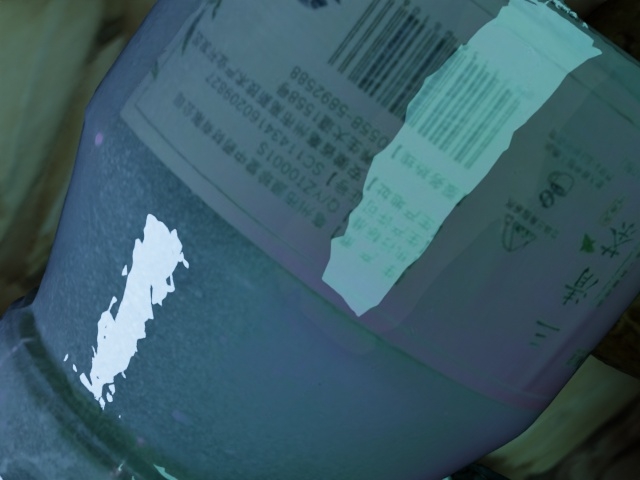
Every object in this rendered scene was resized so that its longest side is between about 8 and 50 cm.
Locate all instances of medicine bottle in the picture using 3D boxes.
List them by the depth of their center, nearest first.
[{"bbox_3d":[0.000,0.000,0.602,0.245,0.245,0.290,34,102,-18],"label":"medicine bottle"}]

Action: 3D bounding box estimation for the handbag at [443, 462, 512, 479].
[{"bbox_3d":[-0.042,0.193,0.798,0.269,0.100,0.274,33,96,-14],"label":"handbag"}]

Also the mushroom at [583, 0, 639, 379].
[{"bbox_3d":[0.228,-0.034,0.765,0.253,0.153,0.253,0,102,-1],"label":"mushroom"}]
